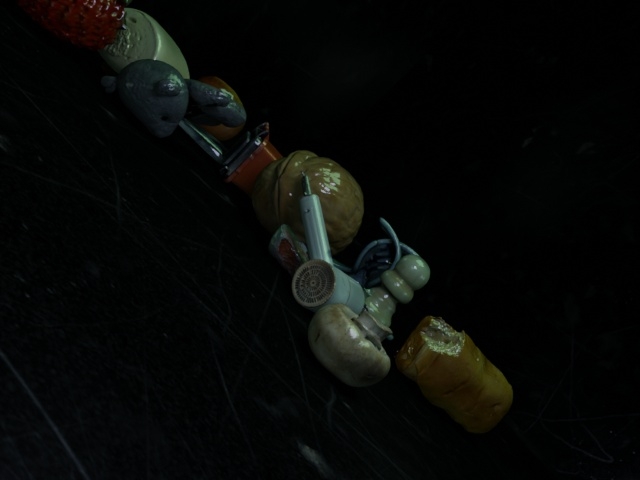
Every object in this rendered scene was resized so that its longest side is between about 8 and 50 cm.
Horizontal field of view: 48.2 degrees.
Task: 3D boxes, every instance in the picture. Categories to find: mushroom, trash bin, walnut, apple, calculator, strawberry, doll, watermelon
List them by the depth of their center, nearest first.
[{"bbox_3d":[0.055,0.178,1.255,0.166,0.127,0.166,45,-1,1],"label":"mushroom"},{"bbox_3d":[-0.564,-0.606,1.558,0.351,0.312,0.267,24,-6,-24],"label":"strawberry"},{"bbox_3d":[-0.067,0.044,1.641,0.139,0.071,0.187,60,6,26],"label":"watermelon"},{"bbox_3d":[-0.321,-0.300,1.657,0.245,0.158,0.340,1,-13,32],"label":"doll"},{"bbox_3d":[-0.032,-0.091,1.814,0.277,0.252,0.313,40,-4,33],"label":"walnut"},{"bbox_3d":[-0.141,-0.190,1.996,0.238,0.184,0.161,41,13,-18],"label":"trash bin"},{"bbox_3d":[-0.368,-0.317,2.099,0.268,0.040,0.177,40,5,-1],"label":"calculator"},{"bbox_3d":[-0.344,-0.415,2.302,0.210,0.173,0.235,44,-5,27],"label":"apple"}]

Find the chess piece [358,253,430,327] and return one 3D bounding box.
[{"bbox_3d":[0.185,0.136,1.886,0.133,0.243,0.133,44,7,-7],"label":"chess piece"}]

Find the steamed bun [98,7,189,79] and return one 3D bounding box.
[{"bbox_3d":[-0.432,-0.458,1.770,0.250,0.155,0.200,48,4,27],"label":"steamed bun"}]

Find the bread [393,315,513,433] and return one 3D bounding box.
[{"bbox_3d":[0.357,0.358,1.868,0.344,0.195,0.148,43,-13,-29],"label":"bread"}]

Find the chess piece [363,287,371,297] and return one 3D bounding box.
[{"bbox_3d":[0.093,0.157,1.823,0.042,0.093,0.042,45,7,-7],"label":"chess piece"}]

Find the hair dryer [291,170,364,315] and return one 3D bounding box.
[{"bbox_3d":[0.000,0.000,1.592,0.173,0.107,0.358,37,39,-59],"label":"hair dryer"}]

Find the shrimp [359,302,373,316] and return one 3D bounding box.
[{"bbox_3d":[0.072,0.153,1.782,0.165,0.065,0.057,40,-20,17],"label":"shrimp"}]

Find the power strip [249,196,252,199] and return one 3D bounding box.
[{"bbox_3d":[-0.164,-0.104,2.097,0.227,0.029,0.080,49,7,28],"label":"power strip"}]

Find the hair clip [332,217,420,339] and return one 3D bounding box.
[{"bbox_3d":[0.176,0.084,2.247,0.392,0.238,0.318,46,3,10],"label":"hair clip"}]

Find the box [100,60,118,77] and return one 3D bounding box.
[{"bbox_3d":[-0.481,-0.378,1.763,0.156,0.022,0.089,50,5,34],"label":"box"}]
